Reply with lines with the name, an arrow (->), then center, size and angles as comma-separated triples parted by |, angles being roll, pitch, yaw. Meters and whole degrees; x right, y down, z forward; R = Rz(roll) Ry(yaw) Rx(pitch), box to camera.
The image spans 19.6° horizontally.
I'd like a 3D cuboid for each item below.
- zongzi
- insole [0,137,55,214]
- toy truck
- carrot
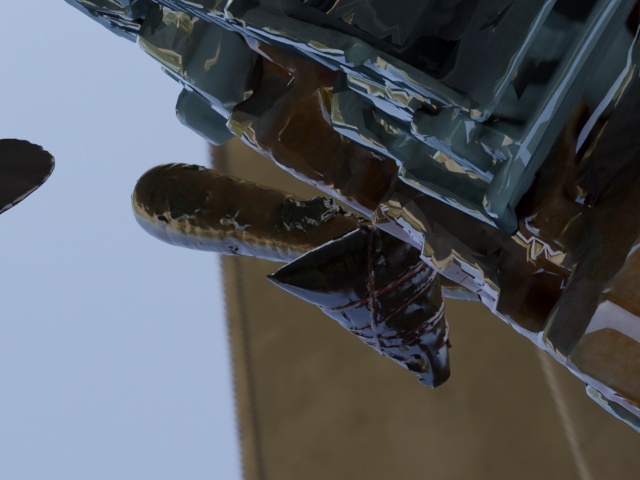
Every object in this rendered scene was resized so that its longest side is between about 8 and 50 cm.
zongzi -> 0.031, 0.010, 0.768 | 0.073, 0.083, 0.067 | -43, -137, 16
insole -> -0.240, 0.015, 0.863 | 0.111, 0.007, 0.328 | 15, -148, 29
toy truck -> 0.031, -0.062, 0.570 | 0.133, 0.184, 0.338 | -60, -151, 5
carrot -> 0.000, 0.000, 0.966 | 0.254, 0.049, 0.049 | 15, -122, 31
